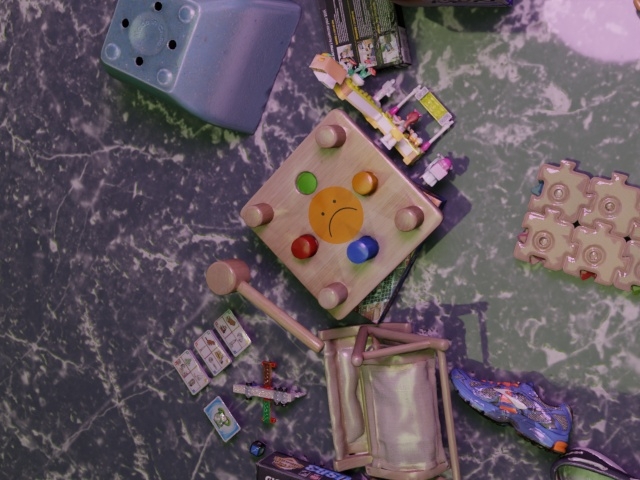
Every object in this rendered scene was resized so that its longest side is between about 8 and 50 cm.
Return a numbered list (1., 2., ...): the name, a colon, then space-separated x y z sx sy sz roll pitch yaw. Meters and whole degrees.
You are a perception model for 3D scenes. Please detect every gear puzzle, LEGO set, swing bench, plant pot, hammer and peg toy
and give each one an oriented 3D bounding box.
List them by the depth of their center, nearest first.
1. gear puzzle: 0.484 -0.006 1.380 0.339 0.044 0.175 17 101 16
2. LEGO set: 0.117 -0.223 1.442 0.107 0.132 0.287 -42 103 15
3. swing bench: 0.109 0.277 1.469 0.165 0.255 0.253 -8 95 -11
4. hammer and peg toy: 0.000 0.000 1.472 0.266 0.127 0.361 46 110 8
5. plant pot: -0.224 -0.336 1.496 0.247 0.252 0.247 27 105 17
6. LEGO set: -0.146 0.273 1.664 0.182 0.060 0.244 -44 73 26

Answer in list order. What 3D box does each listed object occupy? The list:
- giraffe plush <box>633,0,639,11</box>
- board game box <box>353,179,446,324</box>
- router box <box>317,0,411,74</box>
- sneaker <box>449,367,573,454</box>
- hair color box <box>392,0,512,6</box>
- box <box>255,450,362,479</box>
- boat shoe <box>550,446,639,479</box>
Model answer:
1. giraffe plush: 0.554 -0.358 1.261 0.170 0.181 0.210 45 145 21
2. board game box: 0.087 -0.001 1.529 0.165 0.042 0.243 31 106 15
3. router box: 0.070 -0.367 1.488 0.133 0.046 0.178 -9 93 22
4. sneaker: 0.313 0.265 1.464 0.221 0.083 0.087 27 79 21
5. hair color box: 0.165 -0.405 1.289 0.185 0.339 0.110 5 98 20
6. box: 0.016 0.554 1.580 0.296 0.073 0.293 12 108 28
7. boat shoe: 0.492 0.425 1.367 0.303 0.091 0.114 23 100 30
